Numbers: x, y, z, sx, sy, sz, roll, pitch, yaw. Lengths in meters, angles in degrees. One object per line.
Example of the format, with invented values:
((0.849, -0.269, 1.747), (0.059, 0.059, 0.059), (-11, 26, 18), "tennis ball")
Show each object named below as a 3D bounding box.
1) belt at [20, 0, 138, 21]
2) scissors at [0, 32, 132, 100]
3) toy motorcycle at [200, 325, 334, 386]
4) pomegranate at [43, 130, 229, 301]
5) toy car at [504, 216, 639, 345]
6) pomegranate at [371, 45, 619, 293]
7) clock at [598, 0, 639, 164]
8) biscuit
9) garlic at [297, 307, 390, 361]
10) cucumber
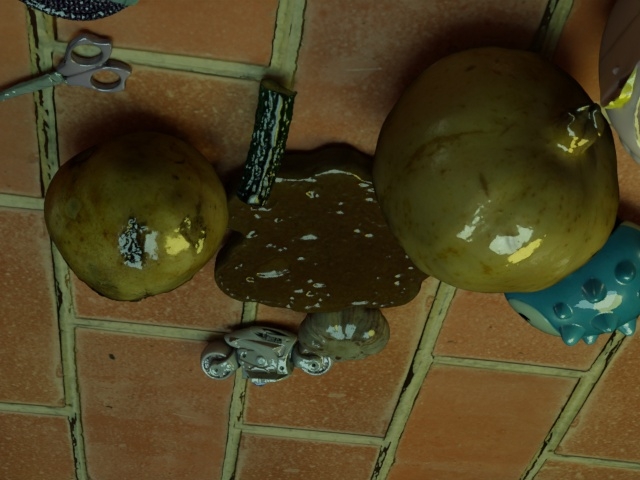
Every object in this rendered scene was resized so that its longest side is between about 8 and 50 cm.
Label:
((-0.284, -0.393, 1.204), (0.260, 0.122, 0.325), (11, 141, -3), "belt")
((-0.369, -0.227, 1.487), (0.212, 0.021, 0.110), (-13, 141, 18), "scissors")
((-0.099, 0.203, 1.954), (0.254, 0.112, 0.112), (-5, 140, 11), "toy motorcycle")
((-0.261, -0.035, 1.556), (0.260, 0.260, 0.260), (1, 141, 1), "pomegranate")
((0.414, 0.073, 1.685), (0.255, 0.190, 0.188), (-22, 136, 30), "toy car")
((0.242, -0.088, 1.387), (0.342, 0.342, 0.342), (1, 141, 1), "pomegranate")
((0.538, -0.216, 1.278), (0.376, 0.250, 0.368), (21, 137, -11), "clock")
((0.000, 0.000, 1.698), (0.381, 0.074, 0.359), (-15, 132, 21), "biscuit")
((0.044, 0.148, 1.862), (0.159, 0.102, 0.147), (-16, 136, 30), "garlic")
((-0.077, -0.135, 1.516), (0.058, 0.058, 0.187), (10, 121, -9), "cucumber")
